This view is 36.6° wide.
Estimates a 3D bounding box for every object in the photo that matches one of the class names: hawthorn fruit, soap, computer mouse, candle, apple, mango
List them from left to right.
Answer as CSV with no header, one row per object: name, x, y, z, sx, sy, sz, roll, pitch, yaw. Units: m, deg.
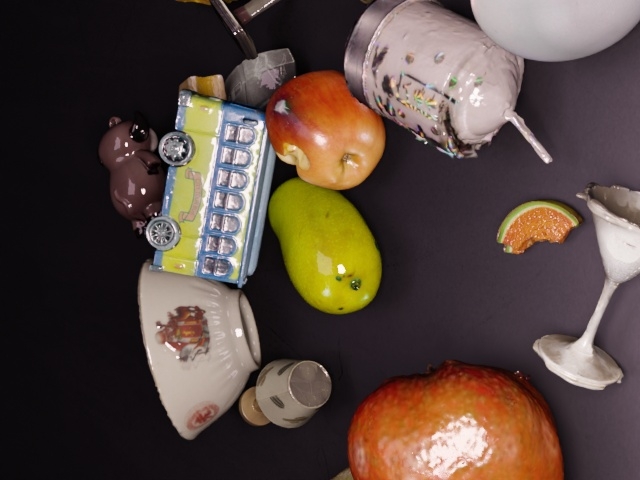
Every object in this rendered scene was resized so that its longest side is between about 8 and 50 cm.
soap,-0.210,-0.182,1.802,0.140,0.073,0.232,174,87,-68
computer mouse,-0.122,-0.273,1.749,0.231,0.071,0.126,-24,74,45
mango,0.000,0.000,1.584,0.293,0.142,0.175,54,140,44
apple,0.011,-0.171,1.538,0.199,0.199,0.199,2,92,46
candle,0.189,-0.216,1.346,0.330,0.187,0.187,37,117,37
hawthorn fruit,0.186,0.339,1.291,0.284,0.284,0.369,-8,90,46

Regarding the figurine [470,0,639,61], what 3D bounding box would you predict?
figurine,0.272,-0.361,1.278,0.382,0.224,0.205,-116,44,-61

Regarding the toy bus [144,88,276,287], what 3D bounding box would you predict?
toy bus,-0.182,-0.091,1.654,0.152,0.190,0.312,-84,4,-84

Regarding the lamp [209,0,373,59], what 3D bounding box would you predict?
lamp,-0.039,-0.403,1.631,0.283,0.124,0.203,-36,74,16

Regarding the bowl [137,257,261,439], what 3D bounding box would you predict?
bowl,-0.200,0.177,1.740,0.157,0.337,0.337,-15,77,4

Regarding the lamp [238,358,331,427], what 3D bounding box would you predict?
lamp,-0.064,0.268,1.673,0.214,0.121,0.121,-37,64,56

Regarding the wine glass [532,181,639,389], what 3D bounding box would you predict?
wine glass,0.361,0.060,1.206,0.156,0.156,0.232,38,122,39

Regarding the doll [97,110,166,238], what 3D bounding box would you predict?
doll,-0.381,-0.140,1.991,0.182,0.117,0.257,-34,68,40

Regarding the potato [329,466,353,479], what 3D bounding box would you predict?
potato,0.058,0.428,1.523,0.194,0.157,0.157,-11,83,48

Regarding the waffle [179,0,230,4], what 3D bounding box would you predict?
waffle,-0.221,-0.571,1.796,0.324,0.151,0.261,24,105,45

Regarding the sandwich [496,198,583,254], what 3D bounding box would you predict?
sandwich,0.302,-0.022,1.339,0.135,0.029,0.067,-18,84,44
